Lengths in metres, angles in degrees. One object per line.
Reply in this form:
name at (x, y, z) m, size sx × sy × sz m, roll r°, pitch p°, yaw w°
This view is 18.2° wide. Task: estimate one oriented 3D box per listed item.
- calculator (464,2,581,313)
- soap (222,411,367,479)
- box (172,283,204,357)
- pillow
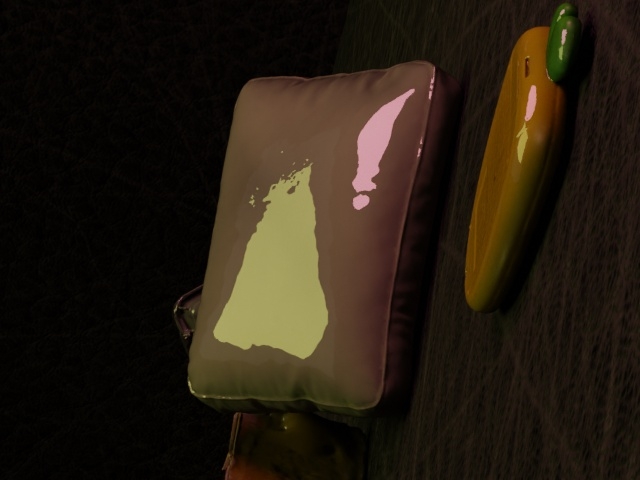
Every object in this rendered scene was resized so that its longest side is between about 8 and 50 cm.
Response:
calculator at (0.129, -0.054, 1.297) m, size 0.146 × 0.032 × 0.235 m, roll -83°, pitch 5°, yaw -49°
soap at (-0.029, 0.253, 1.862) m, size 0.233 × 0.135 × 0.076 m, roll -83°, pitch 6°, yaw -58°
box at (-0.043, 0.079, 1.953) m, size 0.093 × 0.172 × 0.124 m, roll -3°, pitch 114°, yaw 64°
pillow at (0.000, 0.000, 1.804) m, size 0.255 × 0.120 × 0.322 m, roll -3°, pitch 71°, yaw 43°
